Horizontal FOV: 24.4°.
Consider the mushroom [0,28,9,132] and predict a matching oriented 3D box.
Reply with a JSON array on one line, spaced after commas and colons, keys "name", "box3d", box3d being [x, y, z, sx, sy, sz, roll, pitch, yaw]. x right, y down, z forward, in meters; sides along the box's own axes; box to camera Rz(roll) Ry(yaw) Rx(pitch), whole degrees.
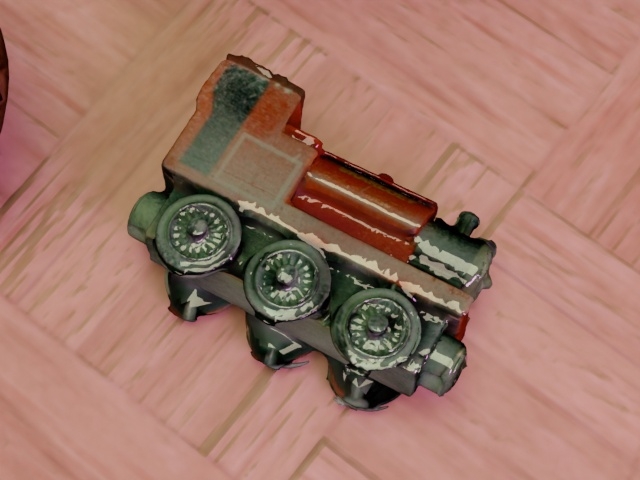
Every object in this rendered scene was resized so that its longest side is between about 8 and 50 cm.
[{"name": "mushroom", "box3d": [-0.256, -0.090, 0.682, 0.231, 0.194, 0.138, 18, 50, -6]}]

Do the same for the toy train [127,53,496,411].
[{"name": "toy train", "box3d": [0.000, 0.000, 0.694, 0.176, 0.074, 0.118, 25, 70, 12]}]
